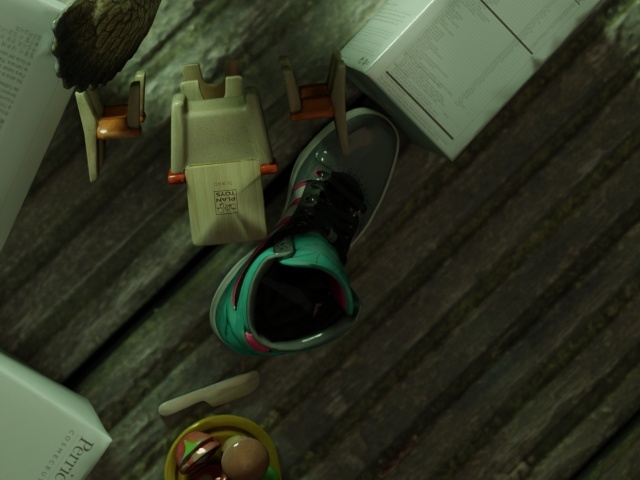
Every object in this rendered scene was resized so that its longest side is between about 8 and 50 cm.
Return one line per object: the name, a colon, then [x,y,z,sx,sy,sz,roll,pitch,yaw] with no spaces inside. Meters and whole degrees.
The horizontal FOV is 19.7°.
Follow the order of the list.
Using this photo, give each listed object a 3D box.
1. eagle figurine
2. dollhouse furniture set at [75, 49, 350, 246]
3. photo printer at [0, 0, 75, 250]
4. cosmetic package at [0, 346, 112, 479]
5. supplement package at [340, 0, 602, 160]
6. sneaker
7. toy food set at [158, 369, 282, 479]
eagle figurine: [-0.159,-0.300,1.734,0.225,0.226,0.298,-13,64,2]
dollhouse furniture set: [-0.099,-0.092,1.791,0.262,0.259,0.135,-6,104,-2]
photo printer: [-0.381,-0.122,1.771,0.256,0.107,0.307,21,95,-34]
cosmetic package: [-0.425,0.166,1.813,0.385,0.156,0.217,33,89,-18]
supplement package: [0.155,-0.222,1.905,0.244,0.134,0.139,-46,108,-2]
sneaker: [0.000,0.000,1.884,0.124,0.178,0.295,32,90,-19]
toy food set: [-0.098,0.261,1.966,0.128,0.071,0.217,-12,104,-13]
